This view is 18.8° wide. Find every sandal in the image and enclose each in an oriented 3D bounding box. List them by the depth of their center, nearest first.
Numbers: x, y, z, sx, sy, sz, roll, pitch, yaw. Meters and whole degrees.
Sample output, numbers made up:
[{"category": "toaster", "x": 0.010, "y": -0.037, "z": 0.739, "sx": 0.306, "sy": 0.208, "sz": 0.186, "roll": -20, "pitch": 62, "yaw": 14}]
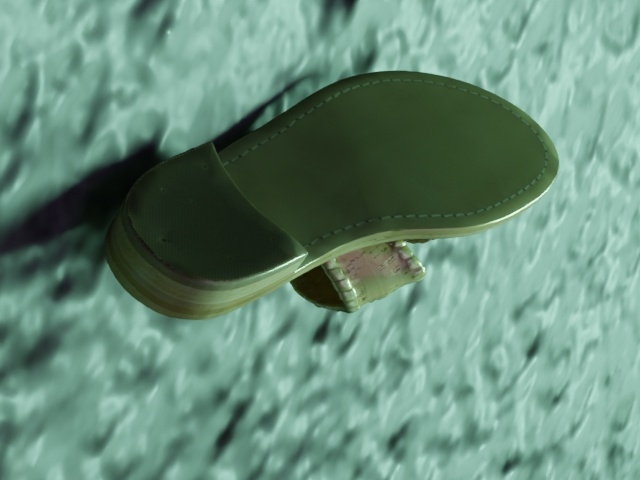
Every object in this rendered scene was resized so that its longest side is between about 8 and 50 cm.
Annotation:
[{"category": "sandal", "x": -0.004, "y": -0.005, "z": 0.802, "sx": 0.240, "sy": 0.088, "sz": 0.079, "roll": -19, "pitch": 153, "yaw": -45}]
